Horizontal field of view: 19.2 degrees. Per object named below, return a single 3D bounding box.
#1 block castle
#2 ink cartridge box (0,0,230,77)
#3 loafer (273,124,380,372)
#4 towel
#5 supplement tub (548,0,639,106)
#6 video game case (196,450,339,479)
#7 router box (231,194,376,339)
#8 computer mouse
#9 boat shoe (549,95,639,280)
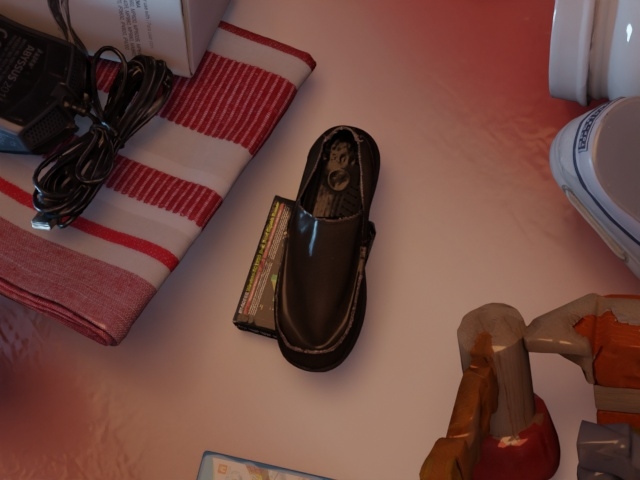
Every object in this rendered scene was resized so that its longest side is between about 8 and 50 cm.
[{"bbox_3d":[0.290,0.223,1.400,0.453,0.213,0.303,4,44,19],"label":"block castle"},{"bbox_3d":[-0.208,-0.275,1.697,0.272,0.114,0.197,13,54,13],"label":"ink cartridge box"},{"bbox_3d":[0.000,0.000,1.595,0.080,0.078,0.220,4,75,9],"label":"loafer"},{"bbox_3d":[-0.184,-0.081,1.650,0.237,0.037,0.329,23,63,22],"label":"towel"},{"bbox_3d":[0.367,-0.192,1.545,0.331,0.241,0.241,10,77,12],"label":"supplement tub"},{"bbox_3d":[-0.034,0.253,1.605,0.166,0.015,0.119,11,77,12],"label":"video game case"},{"bbox_3d":[-0.013,0.031,1.651,0.092,0.038,0.122,16,78,12],"label":"router box"},{"bbox_3d":[-0.282,-0.123,1.635,0.272,0.072,0.188,27,61,9],"label":"computer mouse"},{"bbox_3d":[0.324,0.028,1.553,0.367,0.156,0.136,38,77,-12],"label":"boat shoe"}]
